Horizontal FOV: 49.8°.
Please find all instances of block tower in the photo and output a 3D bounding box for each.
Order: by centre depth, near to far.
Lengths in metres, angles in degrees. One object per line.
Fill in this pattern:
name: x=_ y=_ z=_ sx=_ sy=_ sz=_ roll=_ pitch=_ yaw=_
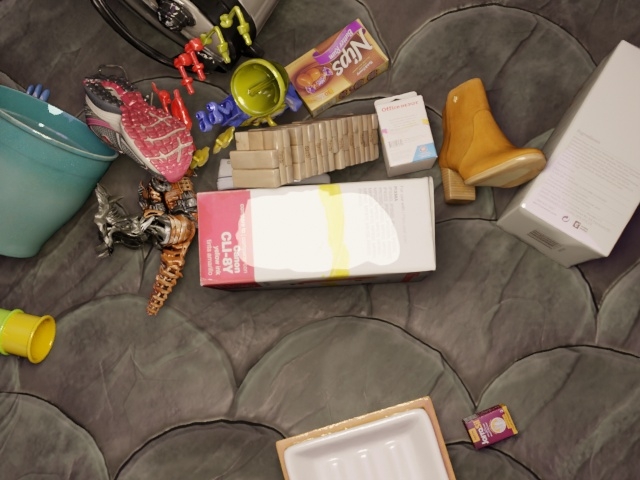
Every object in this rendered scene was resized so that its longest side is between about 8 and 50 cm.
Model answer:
block tower: x=-0.013 y=-0.166 z=1.222 sx=0.097 sy=0.335 sz=0.091 roll=5 pitch=107 yaw=34

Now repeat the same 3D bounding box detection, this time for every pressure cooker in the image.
pressure cooker: x=-0.236 y=-0.536 z=1.267 sx=0.370 sy=0.375 sz=0.420 roll=30 pitch=84 yaw=4

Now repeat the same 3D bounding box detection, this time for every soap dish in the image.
soap dish: x=0.090 y=0.430 z=1.244 sx=0.291 sy=0.118 sz=0.229 roll=-17 pitch=82 yaw=0

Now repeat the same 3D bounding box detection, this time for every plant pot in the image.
plant pot: x=-0.562 y=-0.117 z=1.297 sx=0.272 sy=0.271 sz=0.255 roll=32 pitch=100 yaw=7

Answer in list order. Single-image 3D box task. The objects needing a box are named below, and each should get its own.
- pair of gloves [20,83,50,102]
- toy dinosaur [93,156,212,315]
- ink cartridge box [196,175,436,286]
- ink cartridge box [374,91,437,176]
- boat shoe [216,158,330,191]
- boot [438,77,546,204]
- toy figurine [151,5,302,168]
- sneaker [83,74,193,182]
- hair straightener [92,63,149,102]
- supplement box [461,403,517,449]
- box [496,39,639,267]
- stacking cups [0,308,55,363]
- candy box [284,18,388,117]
pair of gloves: x=-0.648 y=-0.257 z=1.428 sx=0.198 sy=0.023 sz=0.159 roll=9 pitch=83 yaw=5
toy dinosaur: x=-0.314 y=-0.032 z=1.316 sx=0.218 sy=0.164 sz=0.322 roll=4 pitch=52 yaw=-14
ink cartridge box: x=0.000 y=0.000 z=1.226 sx=0.385 sy=0.279 sz=0.160 roll=-4 pitch=83 yaw=3
ink cartridge box: x=0.162 y=-0.209 z=1.342 sx=0.092 sy=0.090 sz=0.143 roll=-12 pitch=81 yaw=1
boat shoe: x=-0.094 y=-0.136 z=1.349 sx=0.226 sy=0.083 sz=0.076 roll=-2 pitch=83 yaw=4
boot: x=0.289 y=-0.194 z=1.234 sx=0.104 sy=0.295 sz=0.211 roll=2 pitch=80 yaw=-18
toy figurine: x=-0.122 y=-0.286 z=1.264 sx=0.217 sy=0.362 sz=0.191 roll=-24 pitch=90 yaw=-39
sneaker: x=-0.340 y=-0.198 z=1.290 sx=0.121 sy=0.112 sz=0.299 roll=-17 pitch=48 yaw=-39
hair straightener: x=-0.388 y=-0.273 z=1.410 sx=0.089 sy=0.047 sz=0.230 roll=-33 pitch=77 yaw=-2
supplement box: x=0.313 y=0.344 z=1.281 sx=0.083 sy=0.043 sz=0.055 roll=-23 pitch=83 yaw=0
box: x=0.496 y=-0.144 z=1.252 sx=0.168 sy=0.215 sz=0.345 roll=32 pitch=86 yaw=7
stacking cups: x=-0.683 y=0.157 z=1.335 sx=0.316 sy=0.096 sz=0.096 roll=12 pitch=83 yaw=4
candy box: x=0.031 y=-0.345 z=1.387 sx=0.187 sy=0.053 sz=0.109 roll=-34 pitch=82 yaw=0
